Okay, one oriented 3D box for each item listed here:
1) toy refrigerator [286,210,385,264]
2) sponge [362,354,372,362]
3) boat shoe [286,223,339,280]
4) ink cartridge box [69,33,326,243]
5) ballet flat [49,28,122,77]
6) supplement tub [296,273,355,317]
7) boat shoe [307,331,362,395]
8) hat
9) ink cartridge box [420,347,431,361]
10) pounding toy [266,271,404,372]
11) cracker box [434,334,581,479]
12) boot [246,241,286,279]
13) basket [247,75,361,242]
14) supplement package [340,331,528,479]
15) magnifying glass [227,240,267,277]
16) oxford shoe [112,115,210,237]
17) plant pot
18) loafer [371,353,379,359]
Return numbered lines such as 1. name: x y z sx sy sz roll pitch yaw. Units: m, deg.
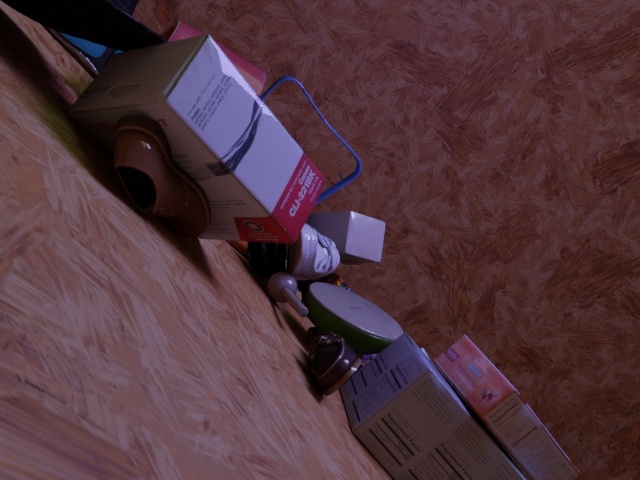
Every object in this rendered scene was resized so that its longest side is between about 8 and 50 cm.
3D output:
1. toy refrigerator: 0.000 0.000 1.602 0.102 0.094 0.269 16 -12 -40
2. sponge: 0.043 0.200 1.861 0.210 0.031 0.117 50 2 22
3. boat shoe: -0.011 0.023 1.408 0.277 0.096 0.098 116 -21 -81
4. ink cartridge box: -0.154 -0.120 0.995 0.197 0.114 0.273 3 -33 41
5. ballet flat: -0.398 -0.334 1.397 0.248 0.086 0.086 48 3 -32
6. supplement tub: 0.032 0.142 1.595 0.198 0.106 0.106 51 2 4
7. boat shoe: 0.011 0.172 1.110 0.073 0.073 0.207 48 -5 1
8. hat: -0.318 -0.352 0.961 0.331 0.134 0.331 22 -2 1
9. ink cartridge box: 0.288 0.420 2.100 0.206 0.045 0.208 62 -18 19
10. pounding toy: 0.017 0.155 1.307 0.237 0.110 0.183 21 13 -26
11. cracker box: 0.284 0.268 1.170 0.232 0.067 0.155 51 1 -29
12. boot: -0.099 0.016 1.374 0.099 0.045 0.121 45 32 -56
13. basket: -0.092 -0.147 1.531 0.255 0.289 0.201 48 3 -24
14. supplement package: 0.173 0.302 1.170 0.262 0.145 0.204 50 2 -9
15. magnifying glass: -0.121 0.034 1.439 0.092 0.026 0.231 52 1 35
16. oxford shoe: -0.196 -0.054 0.928 0.212 0.076 0.076 61 30 -55
17. plant pot: -0.309 -0.379 1.859 0.243 0.275 0.275 39 7 -26
18. loafer: 0.178 0.302 2.078 0.268 0.092 0.102 51 2 17
